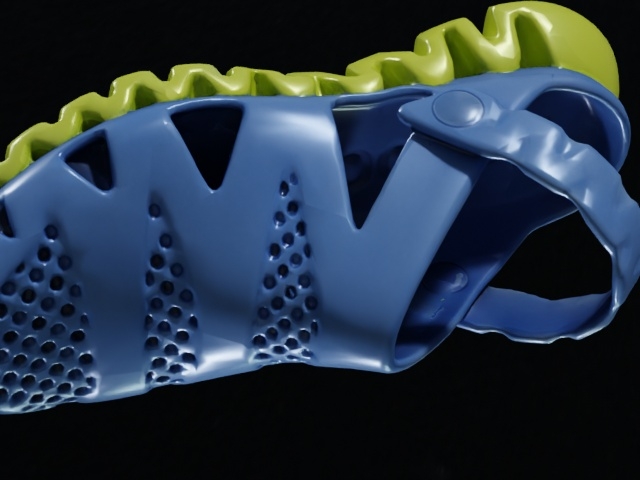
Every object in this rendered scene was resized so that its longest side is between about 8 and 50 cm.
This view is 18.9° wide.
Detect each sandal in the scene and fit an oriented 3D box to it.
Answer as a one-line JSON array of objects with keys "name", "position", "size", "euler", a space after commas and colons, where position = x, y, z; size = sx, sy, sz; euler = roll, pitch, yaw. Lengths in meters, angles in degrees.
[{"name": "sandal", "position": [0.000, 0.000, 0.759], "size": [0.317, 0.138, 0.126], "euler": [-19, -45, -13]}]
